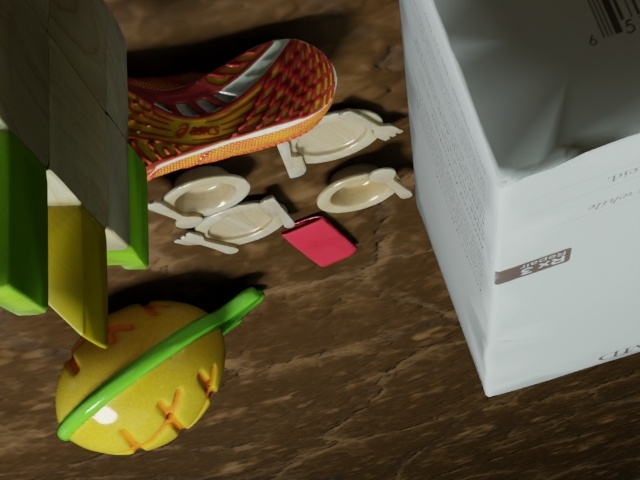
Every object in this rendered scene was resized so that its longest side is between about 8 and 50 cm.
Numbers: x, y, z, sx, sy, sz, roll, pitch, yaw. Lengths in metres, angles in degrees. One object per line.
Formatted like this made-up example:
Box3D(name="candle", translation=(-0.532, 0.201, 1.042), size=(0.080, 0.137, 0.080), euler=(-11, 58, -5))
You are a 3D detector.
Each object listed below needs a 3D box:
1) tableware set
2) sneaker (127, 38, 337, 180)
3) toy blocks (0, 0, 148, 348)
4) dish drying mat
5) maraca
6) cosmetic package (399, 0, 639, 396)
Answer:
Box3D(name="tableware set", translation=(-0.022, -0.031, 0.874), size=(0.169, 0.020, 0.141), euler=(-20, 159, 13))
Box3D(name="sneaker", translation=(-0.076, -0.056, 0.717), size=(0.175, 0.064, 0.067), euler=(-9, 169, -9))
Box3D(name="toy blocks", translation=(-0.219, -0.063, 0.472), size=(0.261, 0.190, 0.381), euler=(-3, 168, 2))
Box3D(name="dish drying mat", translation=(0.000, 0.000, 0.989), size=(0.032, 0.008, 0.083), euler=(-21, 158, 13))
Box3D(name="maraca", translation=(-0.114, 0.088, 1.018), size=(0.186, 0.099, 0.127), euler=(-33, 176, -39))
Box3D(name="cosmetic package", translation=(0.164, -0.055, 0.757), size=(0.217, 0.156, 0.385), euler=(-18, 158, 1))
